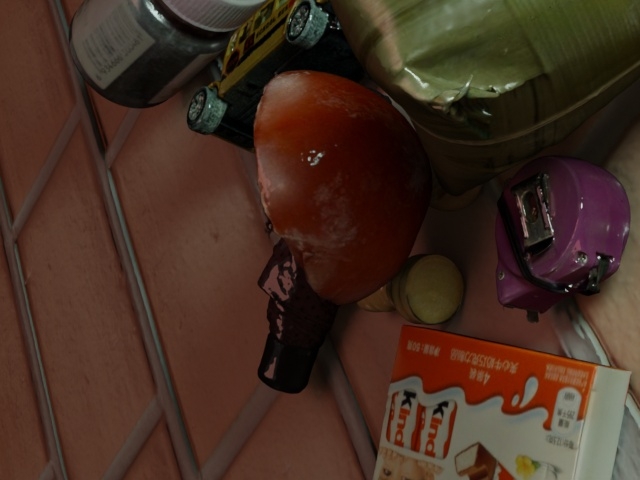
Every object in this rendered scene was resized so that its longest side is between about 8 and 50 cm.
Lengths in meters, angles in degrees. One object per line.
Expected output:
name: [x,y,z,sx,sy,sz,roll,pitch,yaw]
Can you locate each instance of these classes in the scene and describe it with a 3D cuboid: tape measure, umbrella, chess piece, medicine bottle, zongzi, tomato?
tape measure: [0.196,-0.006,1.276,0.118,0.074,0.125,-33,55,48]
umbrella: [0.000,0.000,1.570,0.094,0.090,0.326,25,102,35]
chess piece: [0.076,0.046,1.463,0.122,0.066,0.066,-3,77,62]
medicine bottle: [-0.178,-0.285,1.877,0.273,0.165,0.165,-33,53,47]
zongzi: [0.248,-0.198,1.212,0.447,0.418,0.181,-26,70,3]
chess piece: [0.121,-0.069,1.452,0.083,0.038,0.084,-23,60,50]
tomato: [0.031,-0.064,1.386,0.112,0.199,0.228,-18,59,25]

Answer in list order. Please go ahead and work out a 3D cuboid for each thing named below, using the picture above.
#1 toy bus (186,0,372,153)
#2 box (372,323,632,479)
toy bus: [-0.011,-0.205,1.631,0.335,0.121,0.123,-34,43,48]
box: [0.135,0.217,1.322,0.273,0.048,0.265,7,85,57]
